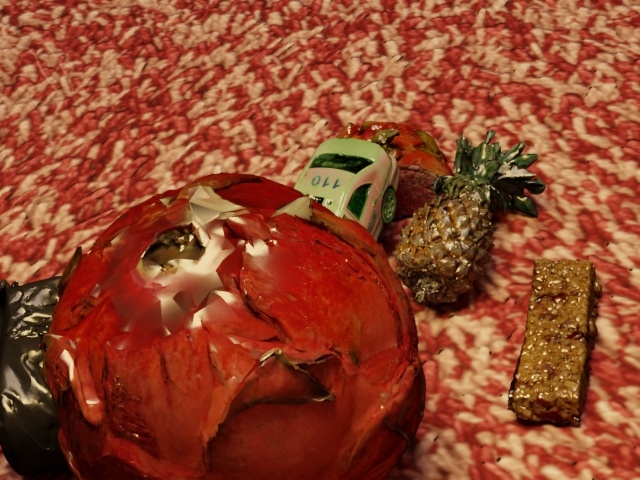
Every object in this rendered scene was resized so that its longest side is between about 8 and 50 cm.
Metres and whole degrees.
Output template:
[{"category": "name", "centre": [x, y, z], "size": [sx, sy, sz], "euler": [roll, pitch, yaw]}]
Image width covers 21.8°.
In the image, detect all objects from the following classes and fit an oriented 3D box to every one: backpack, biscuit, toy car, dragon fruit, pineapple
[{"category": "backpack", "centre": [-0.229, 0.120, 1.422], "size": [0.106, 0.120, 0.165], "euler": [-12, 50, 3]}, {"category": "biscuit", "centre": [0.203, 0.084, 1.425], "size": [0.064, 0.034, 0.199], "euler": [0, 36, 15]}, {"category": "toy car", "centre": [0.000, 0.000, 1.527], "size": [0.090, 0.076, 0.224], "euler": [9, 57, 23]}, {"category": "dragon fruit", "centre": [-0.067, 0.100, 1.273], "size": [0.296, 0.301, 0.295], "euler": [-9, 54, 12]}, {"category": "dragon fruit", "centre": [0.069, -0.080, 1.648], "size": [0.147, 0.096, 0.102], "euler": [-15, 31, -10]}, {"category": "pineapple", "centre": [0.137, -0.015, 1.543], "size": [0.103, 0.083, 0.221], "euler": [25, 46, 10]}]
